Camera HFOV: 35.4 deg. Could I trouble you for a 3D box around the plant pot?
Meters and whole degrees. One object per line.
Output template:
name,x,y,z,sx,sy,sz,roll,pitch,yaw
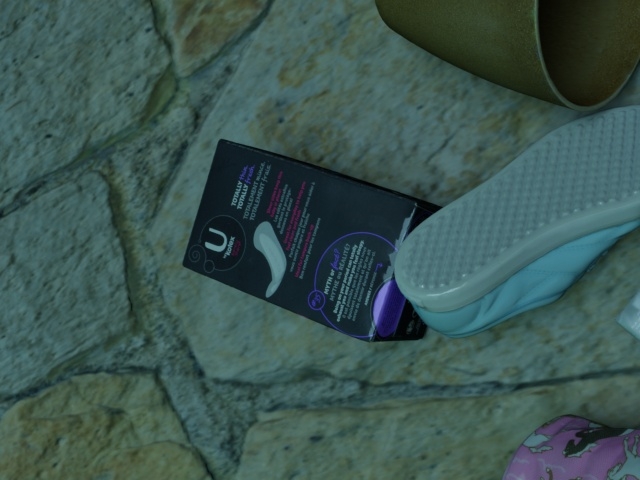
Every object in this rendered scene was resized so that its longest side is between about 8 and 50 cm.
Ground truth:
plant pot,0.189,-0.269,1.065,0.254,0.237,0.237,16,95,43

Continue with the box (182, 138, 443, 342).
box,0.000,0.000,1.175,0.270,0.143,0.165,20,96,27

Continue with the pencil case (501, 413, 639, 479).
pencil case,0.324,0.267,0.894,0.160,0.167,0.386,58,160,-15

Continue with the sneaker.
sneaker,0.255,-0.016,1.070,0.365,0.150,0.135,-26,52,4

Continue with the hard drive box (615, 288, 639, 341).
hard drive box,0.409,0.114,0.938,0.232,0.181,0.089,41,105,22
